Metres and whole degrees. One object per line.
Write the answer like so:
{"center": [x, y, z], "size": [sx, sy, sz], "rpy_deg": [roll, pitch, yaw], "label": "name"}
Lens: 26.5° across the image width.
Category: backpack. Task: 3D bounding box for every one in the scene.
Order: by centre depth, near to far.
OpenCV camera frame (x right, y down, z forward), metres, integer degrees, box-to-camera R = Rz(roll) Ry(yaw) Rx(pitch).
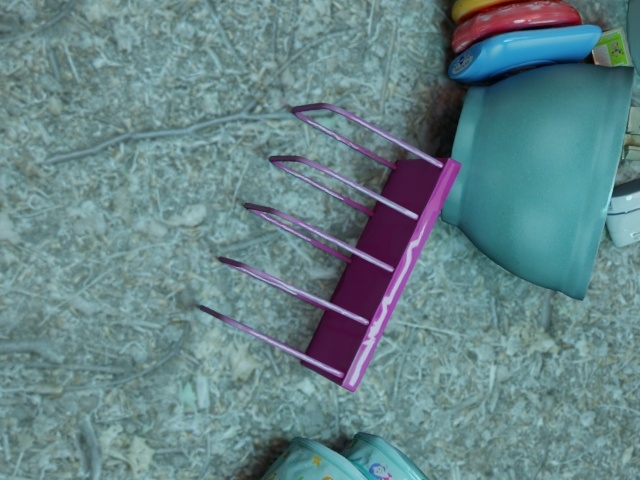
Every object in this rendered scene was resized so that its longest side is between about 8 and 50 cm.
{"center": [0.047, 0.340, 1.648], "size": [0.253, 0.225, 0.191], "rpy_deg": [37, 79, -6], "label": "backpack"}

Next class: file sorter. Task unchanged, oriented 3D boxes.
{"center": [0.000, 0.000, 1.622], "size": [0.182, 0.202, 0.291], "rpy_deg": [27, 86, -14], "label": "file sorter"}

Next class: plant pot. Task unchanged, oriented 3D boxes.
{"center": [0.259, -0.088, 1.675], "size": [0.196, 0.293, 0.293], "rpy_deg": [12, 90, 8], "label": "plant pot"}

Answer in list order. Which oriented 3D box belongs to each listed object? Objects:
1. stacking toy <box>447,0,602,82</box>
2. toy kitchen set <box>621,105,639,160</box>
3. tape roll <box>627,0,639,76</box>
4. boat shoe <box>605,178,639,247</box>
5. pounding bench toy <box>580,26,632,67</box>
{"center": [0.228, -0.358, 1.706], "size": [0.165, 0.175, 0.302], "rpy_deg": [-8, 85, -16], "label": "stacking toy"}
{"center": [0.431, -0.141, 1.811], "size": [0.083, 0.075, 0.068], "rpy_deg": [5, 94, -14], "label": "toy kitchen set"}
{"center": [0.559, -0.291, 1.804], "size": [0.286, 0.100, 0.286], "rpy_deg": [-1, 94, -7], "label": "tape roll"}
{"center": [0.503, -0.057, 1.840], "size": [0.258, 0.095, 0.084], "rpy_deg": [-16, 102, -5], "label": "boat shoe"}
{"center": [0.352, -0.243, 1.784], "size": [0.083, 0.065, 0.052], "rpy_deg": [-20, 100, -15], "label": "pounding bench toy"}
